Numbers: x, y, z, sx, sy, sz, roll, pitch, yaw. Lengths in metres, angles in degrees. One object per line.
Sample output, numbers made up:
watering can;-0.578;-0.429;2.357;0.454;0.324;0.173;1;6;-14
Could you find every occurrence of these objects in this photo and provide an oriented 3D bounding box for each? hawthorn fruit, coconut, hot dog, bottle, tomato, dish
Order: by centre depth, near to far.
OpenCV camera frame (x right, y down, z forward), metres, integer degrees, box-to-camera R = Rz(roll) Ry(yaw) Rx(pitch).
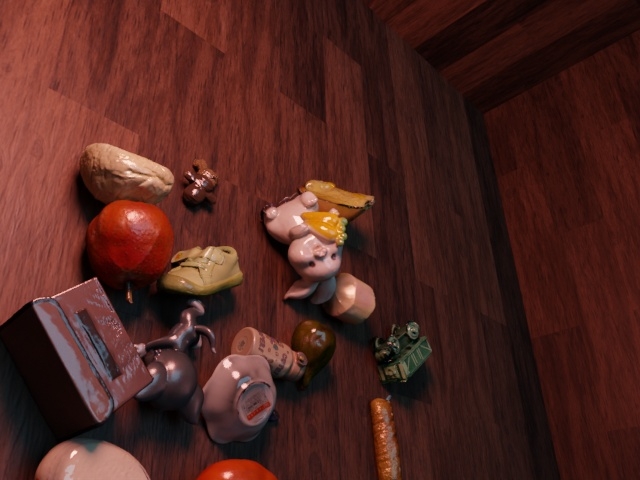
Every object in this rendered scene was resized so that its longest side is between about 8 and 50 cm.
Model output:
tomato;-0.193;0.592;1.258;0.260;0.180;0.259;30;46;-36
hawthorn fruit;-0.419;0.031;1.320;0.197;0.197;0.225;17;63;-45
dish;-0.174;0.385;1.430;0.230;0.081;0.229;-1;92;-44
bottle;-0.125;0.306;1.576;0.209;0.110;0.097;32;35;-35
hot dog;0.205;0.628;1.826;0.083;0.068;0.288;15;59;-38
coconut;0.082;0.183;1.881;0.153;0.147;0.147;32;47;-34

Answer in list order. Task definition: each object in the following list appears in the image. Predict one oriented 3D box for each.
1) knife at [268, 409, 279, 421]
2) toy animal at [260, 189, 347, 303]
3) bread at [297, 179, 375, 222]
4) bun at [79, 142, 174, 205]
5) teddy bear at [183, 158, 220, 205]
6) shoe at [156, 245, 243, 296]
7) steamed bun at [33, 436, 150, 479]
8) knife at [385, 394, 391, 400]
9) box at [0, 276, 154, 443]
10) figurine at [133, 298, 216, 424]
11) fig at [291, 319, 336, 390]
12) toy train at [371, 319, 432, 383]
knife;-0.152;0.454;1.532;0.121;0.018;0.031;6;62;-47
toy animal;-0.042;0.018;1.767;0.183;0.247;0.309;-15;65;-37
bread;0.044;-0.110;2.029;0.174;0.252;0.132;-42;146;-54
bun;-0.449;-0.137;1.385;0.221;0.221;0.134;22;86;-43
teddy bear;-0.320;-0.160;1.647;0.119;0.078;0.160;48;38;-27
shoe;-0.301;0.078;1.487;0.262;0.140;0.128;-4;82;-57
steamed bun;-0.422;0.466;1.091;0.228;0.131;0.177;49;38;-20
knife;0.212;0.530;1.945;0.014;0.005;0.091;60;36;-4
box;-0.466;0.225;1.146;0.153;0.188;0.252;-32;92;-52
figurine;-0.310;0.271;1.350;0.265;0.140;0.193;-57;135;-26
fig;-0.040;0.317;1.696;0.127;0.184;0.133;34;-7;23
toy train;0.271;0.373;2.031;0.269;0.115;0.154;-26;99;-54
